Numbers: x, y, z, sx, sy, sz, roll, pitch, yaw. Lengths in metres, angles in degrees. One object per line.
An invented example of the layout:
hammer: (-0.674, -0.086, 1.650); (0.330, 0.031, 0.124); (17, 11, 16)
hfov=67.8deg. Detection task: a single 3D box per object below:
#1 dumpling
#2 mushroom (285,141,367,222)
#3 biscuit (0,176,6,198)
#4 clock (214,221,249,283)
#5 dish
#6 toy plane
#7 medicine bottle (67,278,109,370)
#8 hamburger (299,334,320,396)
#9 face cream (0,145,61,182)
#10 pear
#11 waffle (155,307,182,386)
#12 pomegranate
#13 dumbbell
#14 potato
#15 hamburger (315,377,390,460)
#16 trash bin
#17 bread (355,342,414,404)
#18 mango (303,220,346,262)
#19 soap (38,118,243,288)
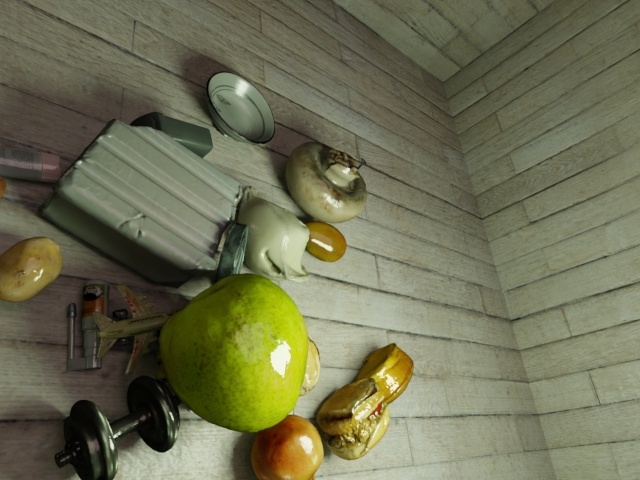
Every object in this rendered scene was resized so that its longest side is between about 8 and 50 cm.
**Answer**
dumpling: (-0.157, -0.005, 1.664); (0.395, 0.233, 0.315); (57, 6, 18)
mushroom: (0.042, -0.250, 1.886); (0.362, 0.294, 0.362); (26, 41, -25)
biscuit: (-0.842, -0.097, 1.080); (0.186, 0.036, 0.192); (27, 59, -33)
clock: (-0.259, 0.057, 1.399); (0.049, 0.226, 0.226); (14, 51, -2)
dish: (-0.321, -0.481, 1.817); (0.316, 0.106, 0.316); (27, 48, -35)
toy plane: (-0.469, 0.217, 1.220); (0.244, 0.092, 0.229); (-5, 89, -65)
medicine bottle: (-0.574, 0.208, 1.179); (0.092, 0.061, 0.220); (-1, 65, -19)
hamburger: (-0.109, 0.361, 1.473); (0.286, 0.146, 0.243); (-7, 76, -59)
face cream: (-0.775, -0.197, 1.216); (0.198, 0.057, 0.084); (6, 67, -46)
pear: (-0.199, 0.284, 1.185); (0.391, 0.391, 0.391); (24, 51, -34)
waffle: (-0.324, 0.311, 1.365); (0.329, 0.062, 0.329); (23, 52, -34)
pomegranate: (-0.089, 0.588, 1.327); (0.209, 0.209, 0.209); (24, 51, -34)
dumbbell: (-0.443, 0.421, 1.074); (0.290, 0.192, 0.192); (-16, 79, -48)
potato: (-0.683, 0.068, 1.109); (0.178, 0.109, 0.118); (-57, 132, -41)
hamburger: (0.110, 0.567, 1.531); (0.163, 0.244, 0.244); (57, 40, -2)
trash bin: (-0.481, -0.307, 1.495); (0.236, 0.177, 0.101); (4, 63, -49)
bread: (0.235, 0.487, 1.721); (0.142, 0.195, 0.270); (52, 25, 1)
mango: (0.002, -0.004, 1.843); (0.221, 0.120, 0.151); (31, 45, -22)
soap: (-0.481, -0.106, 1.341); (0.435, 0.213, 0.350); (35, 49, -26)
